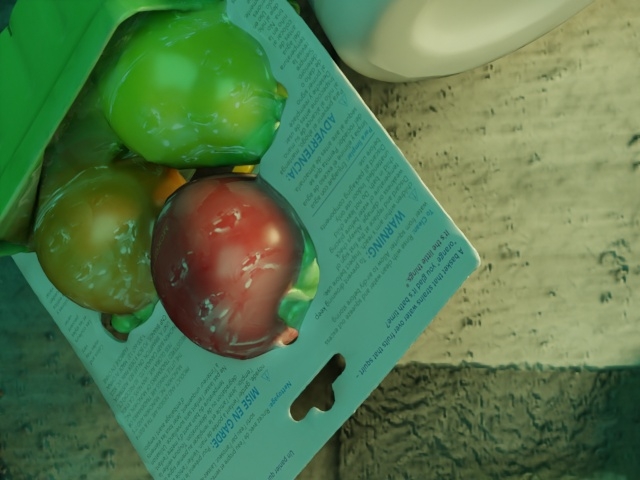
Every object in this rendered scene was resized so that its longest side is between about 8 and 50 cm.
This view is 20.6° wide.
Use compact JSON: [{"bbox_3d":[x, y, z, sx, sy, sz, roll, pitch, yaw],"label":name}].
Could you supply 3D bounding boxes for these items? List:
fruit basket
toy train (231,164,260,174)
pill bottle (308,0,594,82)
[{"bbox_3d":[-0.075,-0.021,1.132,0.353,0.165,0.327,50,128,19],"label":"fruit basket"},{"bbox_3d":[0.000,0.000,1.205,0.125,0.046,0.166,-7,86,15],"label":"toy train"},{"bbox_3d":[0.029,-0.321,1.089,0.229,0.229,0.408,-30,72,12],"label":"pill bottle"}]
